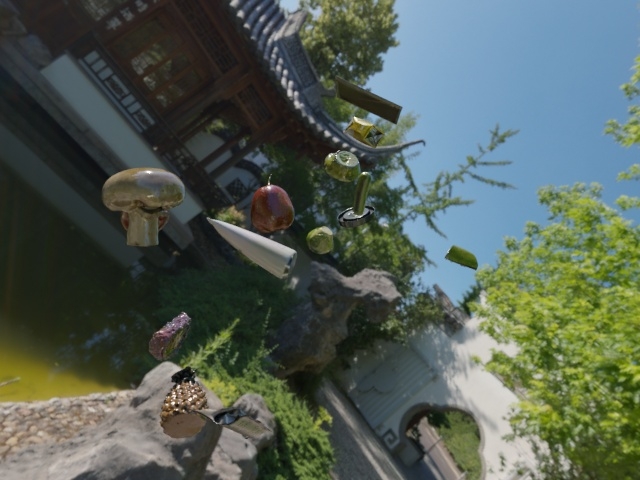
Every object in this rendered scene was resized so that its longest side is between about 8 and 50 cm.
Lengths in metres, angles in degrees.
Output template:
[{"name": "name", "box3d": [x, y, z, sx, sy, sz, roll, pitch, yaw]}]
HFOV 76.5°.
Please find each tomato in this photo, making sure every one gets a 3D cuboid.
[{"name": "tomato", "box3d": [-0.865, -0.125, 1.957, 0.155, 0.180, 0.214, 36, 3, 15]}]

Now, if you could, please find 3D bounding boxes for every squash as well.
[{"name": "squash", "box3d": [0.681, 0.066, 2.093, 0.252, 0.093, 0.169, 18, 4, -31]}, {"name": "squash", "box3d": [0.195, -0.221, 1.933, 0.066, 0.066, 0.228, 46, -41, 42]}]

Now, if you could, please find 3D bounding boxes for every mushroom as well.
[{"name": "mushroom", "box3d": [-0.647, -0.122, 1.519, 0.292, 0.293, 0.289, 178, -93, -82]}]

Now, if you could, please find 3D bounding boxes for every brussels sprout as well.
[{"name": "brussels sprout", "box3d": [-0.004, 0.001, 2.460, 0.162, 0.144, 0.180, 34, -56, 26]}]

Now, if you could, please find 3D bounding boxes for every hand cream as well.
[{"name": "hand cream", "box3d": [-0.261, 0.022, 1.543, 0.359, 0.117, 0.185, 26, -12, 9]}]

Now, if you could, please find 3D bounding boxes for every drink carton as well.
[{"name": "drink carton", "box3d": [0.147, -0.397, 1.469, 0.084, 0.074, 0.200, 25, 14, -34]}]

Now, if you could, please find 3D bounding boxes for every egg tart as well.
[{"name": "egg tart", "box3d": [0.114, -0.375, 1.979, 0.197, 0.197, 0.078, 49, -38, 18]}]

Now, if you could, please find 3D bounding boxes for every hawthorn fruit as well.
[{"name": "hawthorn fruit", "box3d": [-0.170, -0.129, 1.387, 0.162, 0.163, 0.203, -179, -105, -82]}]

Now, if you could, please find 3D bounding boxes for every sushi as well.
[{"name": "sushi", "box3d": [-0.744, 0.469, 1.995, 0.108, 0.241, 0.161, 26, -7, 13]}]

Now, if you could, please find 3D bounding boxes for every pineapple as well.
[{"name": "pineapple", "box3d": [-0.637, 0.727, 1.921, 0.222, 0.223, 0.357, 55, 7, -33]}]

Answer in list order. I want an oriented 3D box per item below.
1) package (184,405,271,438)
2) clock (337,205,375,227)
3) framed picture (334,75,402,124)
[{"name": "package", "box3d": [-0.316, 0.619, 1.388, 0.251, 0.062, 0.203, -1, -37, 21]}, {"name": "clock", "box3d": [0.203, -0.135, 2.276, 0.215, 0.215, 0.041, 38, -32, 64]}, {"name": "framed picture", "box3d": [0.195, -0.572, 1.673, 0.290, 0.020, 0.211, 27, 4, 5]}]
